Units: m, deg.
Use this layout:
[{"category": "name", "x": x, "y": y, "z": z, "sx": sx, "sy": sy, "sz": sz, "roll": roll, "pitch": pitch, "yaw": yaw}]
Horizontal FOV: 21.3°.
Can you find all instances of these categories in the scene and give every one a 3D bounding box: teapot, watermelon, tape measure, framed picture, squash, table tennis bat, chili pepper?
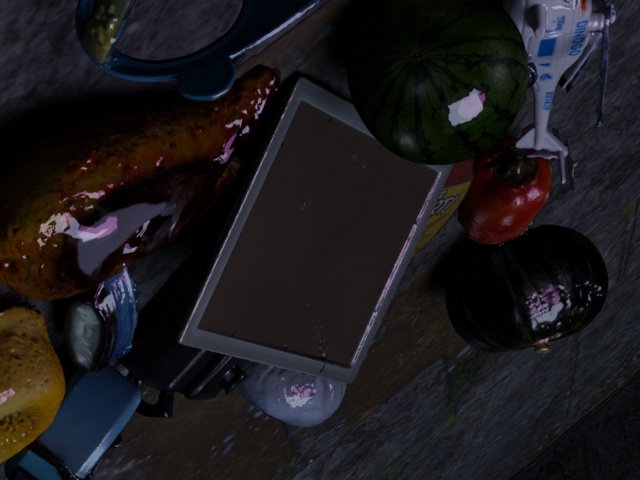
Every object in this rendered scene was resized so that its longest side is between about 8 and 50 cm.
[{"category": "teapot", "x": -0.100, "y": 0.090, "z": 1.474, "sx": 0.177, "sy": 0.096, "sz": 0.087, "roll": -46, "pitch": 160, "yaw": 14}, {"category": "watermelon", "x": 0.099, "y": -0.129, "z": 1.333, "sx": 0.141, "sy": 0.141, "sz": 0.187, "roll": -47, "pitch": 163, "yaw": 14}, {"category": "tape measure", "x": -0.208, "y": 0.157, "z": 1.415, "sx": 0.125, "sy": 0.081, "sz": 0.146, "roll": -51, "pitch": -174, "yaw": 1}, {"category": "framed picture", "x": 0.000, "y": 0.000, "z": 1.440, "sx": 0.296, "sy": 0.019, "sz": 0.232, "roll": 23, "pitch": 93, "yaw": -60}, {"category": "squash", "x": 0.231, "y": 0.055, "z": 1.928, "sx": 0.193, "sy": 0.156, "sz": 0.193, "roll": -36, "pitch": 180, "yaw": 0}, {"category": "table tennis bat", "x": 0.084, "y": -0.039, "z": 1.641, "sx": 0.200, "sy": 0.038, "sz": 0.310, "roll": -19, "pitch": 154, "yaw": -48}, {"category": "chili pepper", "x": 0.190, "y": -0.059, "z": 1.719, "sx": 0.086, "sy": 0.084, "sz": 0.192, "roll": -53, "pitch": 169, "yaw": -19}]

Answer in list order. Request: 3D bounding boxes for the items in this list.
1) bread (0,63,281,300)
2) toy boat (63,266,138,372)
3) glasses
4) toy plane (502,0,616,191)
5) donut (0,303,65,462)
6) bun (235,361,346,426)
[{"category": "bread", "x": -0.135, "y": -0.041, "z": 1.172, "sx": 0.269, "sy": 0.095, "sz": 0.139, "roll": -40, "pitch": 168, "yaw": -49}, {"category": "toy boat", "x": -0.170, "y": 0.052, "z": 1.334, "sx": 0.061, "sy": 0.060, "sz": 0.137, "roll": -60, "pitch": 170, "yaw": -31}, {"category": "glasses", "x": -0.061, "y": -0.218, "z": 0.978, "sx": 0.239, "sy": 0.102, "sz": 0.207, "roll": -37, "pitch": 132, "yaw": -10}, {"category": "toy plane", "x": 0.195, "y": -0.163, "z": 1.495, "sx": 0.107, "sy": 0.182, "sz": 0.273, "roll": -2, "pitch": 164, "yaw": -2}, {"category": "donut", "x": -0.259, "y": 0.126, "z": 1.294, "sx": 0.146, "sy": 0.078, "sz": 0.181, "roll": -13, "pitch": 148, "yaw": -51}, {"category": "bun", "x": -0.033, "y": 0.107, "z": 1.574, "sx": 0.083, "sy": 0.141, "sz": 0.141, "roll": -48, "pitch": 159, "yaw": 15}]
